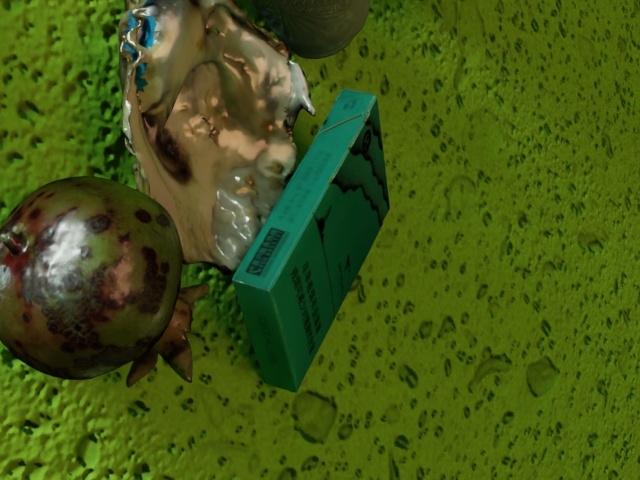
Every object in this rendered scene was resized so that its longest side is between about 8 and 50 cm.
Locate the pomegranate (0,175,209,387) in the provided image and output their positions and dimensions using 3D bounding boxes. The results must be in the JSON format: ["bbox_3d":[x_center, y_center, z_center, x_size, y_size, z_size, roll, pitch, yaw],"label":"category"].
[{"bbox_3d":[-0.160,0.036,0.756,0.169,0.149,0.148,72,36,-52],"label":"pomegranate"}]

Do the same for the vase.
[{"bbox_3d":[-0.043,-0.236,0.889,0.219,0.096,0.096,28,64,-62],"label":"vase"}]

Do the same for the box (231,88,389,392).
[{"bbox_3d":[0.000,0.000,0.946,0.160,0.042,0.226,80,31,-52],"label":"box"}]

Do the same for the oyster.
[{"bbox_3d":[-0.100,-0.096,0.864,0.214,0.083,0.222,46,54,-33],"label":"oyster"}]
